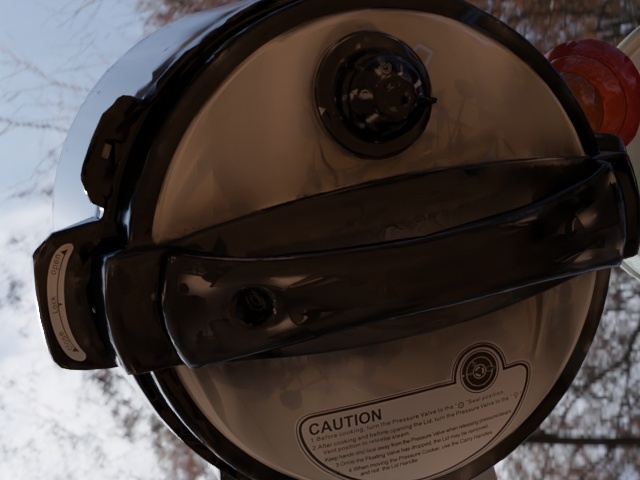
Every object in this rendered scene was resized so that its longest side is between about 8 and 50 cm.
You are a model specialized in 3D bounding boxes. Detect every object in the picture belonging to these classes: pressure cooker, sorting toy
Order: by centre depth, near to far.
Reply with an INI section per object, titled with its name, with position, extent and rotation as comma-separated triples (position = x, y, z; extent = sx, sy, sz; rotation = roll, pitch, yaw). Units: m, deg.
[pressure cooker]
position = -0.003, -0.006, 0.876
extent = 0.375, 0.420, 0.370
rotation = 38, -98, -20
[sorting toy]
position = 0.123, -0.158, 1.166
extent = 0.365, 0.126, 0.127
rotation = 19, -65, 25

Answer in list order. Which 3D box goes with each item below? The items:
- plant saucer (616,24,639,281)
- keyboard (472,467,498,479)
[plant saucer]
position = 0.459, -0.067, 1.218
extent = 0.400, 0.100, 0.400
rotation = 7, -57, 10
[keyboard]
position = 0.080, 0.276, 1.142
extent = 0.014, 0.256, 0.072
rotation = 2, -73, 54
